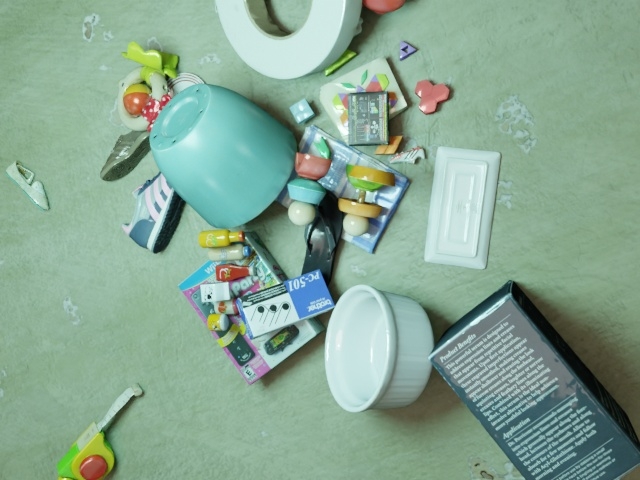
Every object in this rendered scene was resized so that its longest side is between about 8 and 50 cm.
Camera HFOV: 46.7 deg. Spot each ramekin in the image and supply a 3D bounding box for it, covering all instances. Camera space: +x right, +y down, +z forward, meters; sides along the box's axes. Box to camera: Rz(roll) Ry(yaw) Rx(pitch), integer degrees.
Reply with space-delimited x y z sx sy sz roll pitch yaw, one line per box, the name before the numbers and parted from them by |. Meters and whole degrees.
ramekin | 0.131 0.242 1.640 0.135 0.277 0.277 9 97 -26

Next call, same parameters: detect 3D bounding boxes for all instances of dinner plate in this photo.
dinner plate | -0.343 -0.352 1.876 0.141 0.017 0.141 1 94 17

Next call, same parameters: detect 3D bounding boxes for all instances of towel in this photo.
towel | 0.046 -0.122 1.766 0.285 0.034 0.209 30 101 13

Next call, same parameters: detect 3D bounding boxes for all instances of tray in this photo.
tray | 0.321 -0.075 1.690 0.145 0.030 0.270 8 95 15

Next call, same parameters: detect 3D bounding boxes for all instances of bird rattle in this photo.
bird rattle | -0.422 -0.351 1.840 0.207 0.143 0.254 -17 83 35

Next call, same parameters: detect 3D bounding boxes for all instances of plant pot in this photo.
plant pot | -0.239 -0.211 1.671 0.293 0.235 0.293 -24 45 27

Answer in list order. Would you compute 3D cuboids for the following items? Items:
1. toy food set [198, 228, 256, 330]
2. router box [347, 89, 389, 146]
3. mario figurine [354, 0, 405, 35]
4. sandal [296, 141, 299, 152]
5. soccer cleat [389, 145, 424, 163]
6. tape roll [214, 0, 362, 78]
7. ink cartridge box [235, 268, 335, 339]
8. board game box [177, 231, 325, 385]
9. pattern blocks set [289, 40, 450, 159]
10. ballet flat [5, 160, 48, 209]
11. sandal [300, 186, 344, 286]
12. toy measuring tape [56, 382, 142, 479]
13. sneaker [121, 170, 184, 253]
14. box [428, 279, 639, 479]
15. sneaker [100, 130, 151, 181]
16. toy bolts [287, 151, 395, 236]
toy food set | -0.207 0.090 1.710 0.104 0.111 0.232 -5 91 15
router box | 0.110 -0.276 1.684 0.092 0.038 0.123 0 92 11
mario figurine | 0.061 -0.600 1.714 0.320 0.170 0.198 29 137 23
sandal | -0.123 -0.203 1.807 0.180 0.049 0.072 -24 80 31
soccer cleat | 0.202 -0.190 1.719 0.083 0.029 0.036 -21 83 12
tape roll | -0.081 -0.563 1.679 0.392 0.072 0.392 16 117 35
ink cartridge box | -0.081 0.146 1.702 0.207 0.046 0.097 -18 77 -21
board game box | -0.169 0.163 1.811 0.224 0.097 0.303 -39 82 14
pattern blocks set | 0.102 -0.327 1.722 0.325 0.026 0.285 -40 79 8
ballet flat | -0.783 -0.152 1.996 0.168 0.057 0.052 42 93 10
sandal | 0.001 0.001 1.753 0.097 0.054 0.255 7 104 18
toy measuring tape | -0.560 0.529 1.953 0.121 0.121 0.330 41 85 11
sneaker | -0.403 -0.133 1.856 0.131 0.112 0.319 27 98 13
box | 0.441 0.307 1.537 0.212 0.293 0.395 -40 81 14
sneaker | -0.502 -0.232 1.914 0.188 0.066 0.071 -39 65 9
toy bolts | 0.041 -0.091 1.617 0.228 0.218 0.159 12 95 -11
